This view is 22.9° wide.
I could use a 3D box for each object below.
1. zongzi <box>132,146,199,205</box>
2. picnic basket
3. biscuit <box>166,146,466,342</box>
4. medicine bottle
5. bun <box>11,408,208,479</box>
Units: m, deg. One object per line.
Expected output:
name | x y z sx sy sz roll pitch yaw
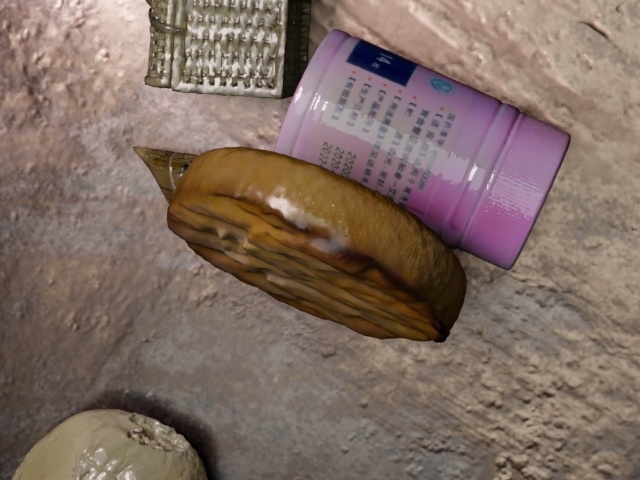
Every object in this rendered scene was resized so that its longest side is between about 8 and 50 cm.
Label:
zongzi | -0.159 -0.055 1.633 0.083 0.040 0.076 8 106 20
picnic basket | -0.093 -0.242 1.547 0.154 0.134 0.196 5 99 10
biscuit | 0.000 0.000 1.494 0.296 0.296 0.102 22 74 5
medicine bottle | 0.098 -0.087 1.527 0.254 0.152 0.152 24 101 5
bun | -0.226 0.285 1.638 0.220 0.134 0.220 1 99 9
